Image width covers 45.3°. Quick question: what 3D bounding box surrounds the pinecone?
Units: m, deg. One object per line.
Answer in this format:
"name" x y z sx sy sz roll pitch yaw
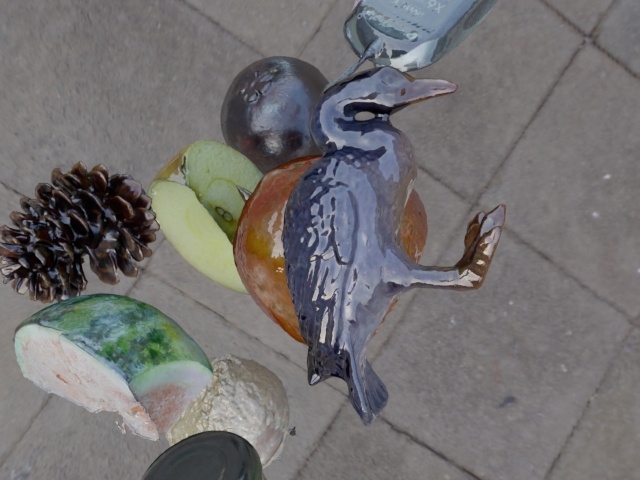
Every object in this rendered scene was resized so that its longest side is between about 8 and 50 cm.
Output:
"pinecone" -0.437 0.000 1.360 0.246 0.246 0.292 50 46 -8

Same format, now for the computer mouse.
"computer mouse" 0.138 -0.315 1.063 0.379 0.090 0.167 -45 61 -10

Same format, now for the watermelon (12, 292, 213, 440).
"watermelon" -0.319 0.164 1.102 0.224 0.305 0.180 20 82 -55

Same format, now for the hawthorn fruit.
"hawthorn fruit" 0.000 0.000 1.512 0.402 0.403 0.403 1 87 -15

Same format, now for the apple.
"apple" -0.217 -0.048 1.674 0.254 0.179 0.346 -34 109 4

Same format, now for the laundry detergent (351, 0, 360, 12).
"laundry detergent" 0.157 -0.515 1.350 0.087 0.159 0.335 6 126 -29

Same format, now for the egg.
"egg" -0.197 0.387 1.671 0.279 0.279 0.310 14 124 -14

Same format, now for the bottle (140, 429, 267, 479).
"bottle" -0.076 0.329 0.807 0.156 0.143 0.271 -22 120 1

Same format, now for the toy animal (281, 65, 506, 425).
"toy animal" 0.051 0.003 0.658 0.185 0.122 0.299 18 96 6

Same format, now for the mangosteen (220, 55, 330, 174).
"mangosteen" -0.089 -0.292 1.886 0.329 0.330 0.330 1 87 -15
